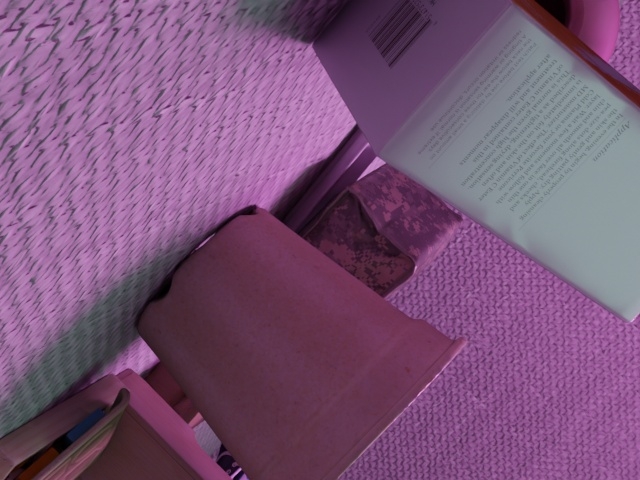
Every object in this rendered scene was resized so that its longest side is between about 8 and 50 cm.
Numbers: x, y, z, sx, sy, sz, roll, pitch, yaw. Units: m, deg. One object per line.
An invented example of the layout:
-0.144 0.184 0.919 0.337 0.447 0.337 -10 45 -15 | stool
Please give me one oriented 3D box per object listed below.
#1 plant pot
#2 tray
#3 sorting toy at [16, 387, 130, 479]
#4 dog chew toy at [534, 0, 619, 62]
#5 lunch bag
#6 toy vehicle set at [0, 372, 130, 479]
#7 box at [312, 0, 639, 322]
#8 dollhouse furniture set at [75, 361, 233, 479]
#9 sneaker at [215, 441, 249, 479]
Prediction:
-0.045 0.138 1.560 0.334 0.305 0.334 -45 174 -6 | plant pot
0.035 -0.102 1.795 0.270 0.030 0.145 -49 171 29 | tray
-0.325 0.283 1.576 0.208 0.038 0.193 -47 175 -34 | sorting toy
0.217 -0.242 1.432 0.206 0.206 0.332 -46 -178 6 | dog chew toy
0.033 0.040 1.813 0.287 0.169 0.235 -42 176 27 | lunch bag
-0.359 0.270 1.581 0.166 0.035 0.267 -49 172 24 | toy vehicle set
0.192 -0.108 1.170 0.168 0.345 0.215 -48 -146 16 | box
-0.170 0.287 1.881 0.362 0.256 0.394 -48 173 23 | dollhouse furniture set
-0.078 0.328 1.997 0.282 0.099 0.153 -40 -159 40 | sneaker
